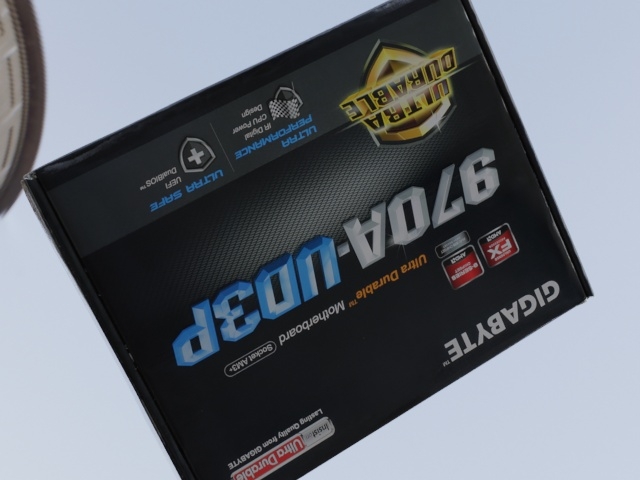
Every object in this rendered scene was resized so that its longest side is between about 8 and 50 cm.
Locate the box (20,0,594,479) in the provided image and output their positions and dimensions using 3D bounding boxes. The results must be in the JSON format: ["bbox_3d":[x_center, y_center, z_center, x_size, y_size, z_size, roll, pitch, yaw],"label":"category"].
[{"bbox_3d":[0.000,0.000,0.463,0.220,0.051,0.175,-28,-79,-16],"label":"box"}]
